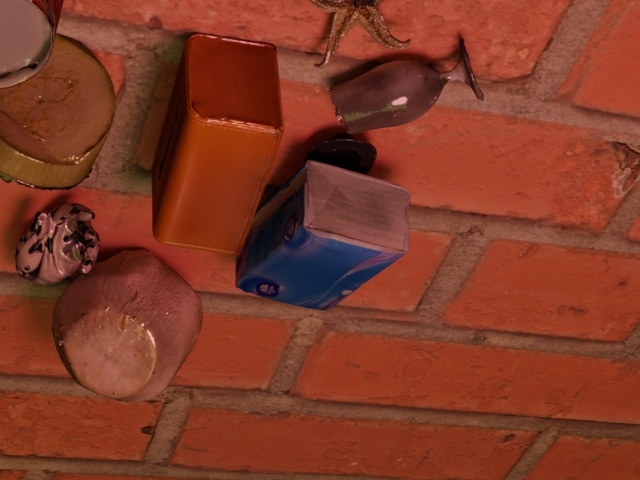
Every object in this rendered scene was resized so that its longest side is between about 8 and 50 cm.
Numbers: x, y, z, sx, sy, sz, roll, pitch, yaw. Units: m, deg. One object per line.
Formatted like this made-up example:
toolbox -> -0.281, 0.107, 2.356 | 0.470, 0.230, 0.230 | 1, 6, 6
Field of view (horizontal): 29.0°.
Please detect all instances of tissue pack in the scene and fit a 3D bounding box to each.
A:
tissue pack -> 0.000, 0.000, 2.040 | 0.198, 0.146, 0.263 | 15, 152, -25
tissue pack -> -0.160, -0.139, 1.858 | 0.145, 0.194, 0.274 | 5, 136, -17

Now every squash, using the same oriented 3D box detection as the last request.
squash -> -0.401, -0.177, 1.752 | 0.220, 0.220, 0.133 | 19, 135, -29

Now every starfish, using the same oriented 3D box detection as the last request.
starfish -> 0.041, -0.342, 1.778 | 0.217, 0.050, 0.223 | 18, 121, -20

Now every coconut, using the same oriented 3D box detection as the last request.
coconut -> -0.328, 0.138, 2.122 | 0.245, 0.247, 0.245 | 3, 112, 6

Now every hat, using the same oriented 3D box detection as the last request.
hat -> 0.032, -0.141, 2.002 | 0.121, 0.050, 0.121 | -1, 139, -1

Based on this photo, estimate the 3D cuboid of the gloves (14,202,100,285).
gloves -> -0.422, -0.002, 2.035 | 0.127, 0.111, 0.212 | 40, 126, -13

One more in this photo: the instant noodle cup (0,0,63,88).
instant noodle cup -> -0.434, -0.321, 1.610 | 0.230, 0.182, 0.230 | -5, 139, -4

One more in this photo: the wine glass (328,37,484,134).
wine glass -> 0.130, -0.227, 1.887 | 0.222, 0.103, 0.103 | -17, 139, 9
